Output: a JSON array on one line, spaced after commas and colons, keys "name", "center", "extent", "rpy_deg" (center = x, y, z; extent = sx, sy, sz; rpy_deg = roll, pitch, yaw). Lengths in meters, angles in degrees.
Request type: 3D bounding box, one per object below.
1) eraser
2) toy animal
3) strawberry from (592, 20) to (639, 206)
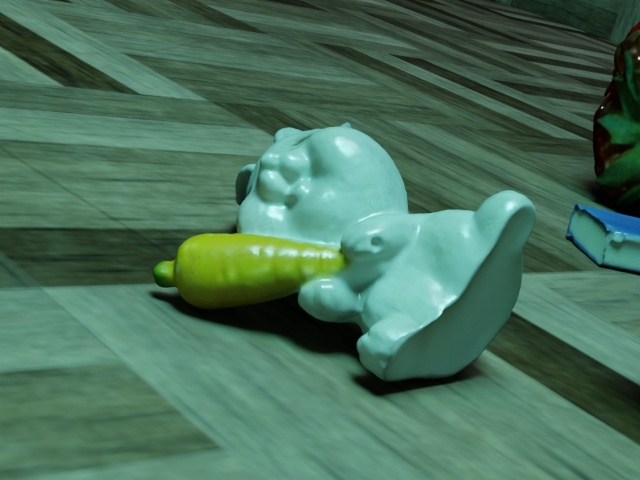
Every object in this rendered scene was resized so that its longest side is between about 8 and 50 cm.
[{"name": "eraser", "center": [0.222, 0.002, 0.835], "extent": [0.085, 0.027, 0.063], "rpy_deg": [12, 18, -17]}, {"name": "toy animal", "center": [0.000, 0.000, 0.566], "extent": [0.182, 0.131, 0.127], "rpy_deg": [37, -7, 34]}, {"name": "strawberry", "center": [0.374, -0.120, 0.992], "extent": [0.288, 0.238, 0.250], "rpy_deg": [-23, 47, -28]}]
